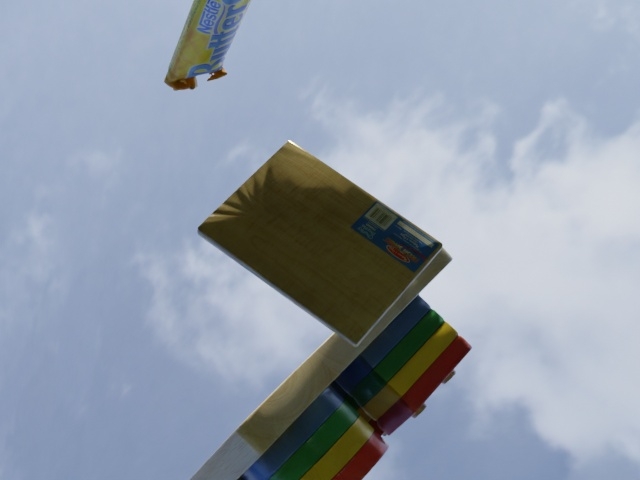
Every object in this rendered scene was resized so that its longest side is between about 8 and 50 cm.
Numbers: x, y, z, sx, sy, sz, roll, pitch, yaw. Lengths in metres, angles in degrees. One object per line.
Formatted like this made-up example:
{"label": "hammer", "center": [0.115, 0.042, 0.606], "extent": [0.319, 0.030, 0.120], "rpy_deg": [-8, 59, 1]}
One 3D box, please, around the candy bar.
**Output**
{"label": "candy bar", "center": [-0.043, -0.123, 0.600], "extent": [0.040, 0.161, 0.018], "rpy_deg": [-25, -106, -31]}

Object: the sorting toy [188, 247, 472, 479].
{"label": "sorting toy", "center": [-0.007, 0.154, 0.945], "extent": [0.089, 0.257, 0.255], "rpy_deg": [45, -133, 5]}

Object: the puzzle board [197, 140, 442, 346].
{"label": "puzzle board", "center": [0.000, 0.000, 0.780], "extent": [0.128, 0.011, 0.096], "rpy_deg": [35, -121, 15]}
